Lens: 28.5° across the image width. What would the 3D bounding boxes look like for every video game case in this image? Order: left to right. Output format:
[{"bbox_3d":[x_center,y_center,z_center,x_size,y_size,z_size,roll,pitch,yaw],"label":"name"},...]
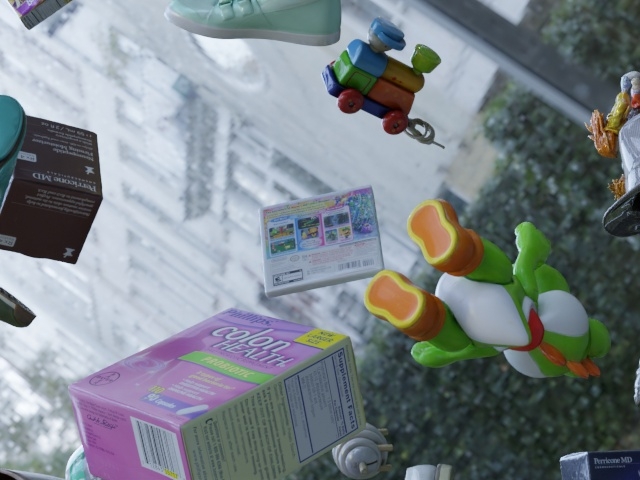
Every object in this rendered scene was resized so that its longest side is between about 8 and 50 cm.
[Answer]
[{"bbox_3d":[0.000,0.000,1.659,0.019,0.157,0.143,69,-169,-52],"label":"video game case"}]

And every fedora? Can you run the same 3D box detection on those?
[{"bbox_3d":[0.466,-0.111,1.548,0.275,0.124,0.244,-18,-21,17],"label":"fedora"}]

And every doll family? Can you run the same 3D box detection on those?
[{"bbox_3d":[0.488,-0.149,1.944,0.263,0.118,0.163,54,-129,-37],"label":"doll family"}]

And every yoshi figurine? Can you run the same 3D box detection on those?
[{"bbox_3d":[0.217,0.073,1.598,0.204,0.362,0.203,-20,56,42],"label":"yoshi figurine"}]

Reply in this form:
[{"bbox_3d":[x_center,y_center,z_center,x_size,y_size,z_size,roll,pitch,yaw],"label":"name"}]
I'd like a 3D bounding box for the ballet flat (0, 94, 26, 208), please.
[{"bbox_3d":[-0.409,-0.068,1.497,0.087,0.083,0.247,102,177,-46],"label":"ballet flat"}]

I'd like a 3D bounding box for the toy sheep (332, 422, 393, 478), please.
[{"bbox_3d":[0.061,0.313,1.866,0.091,0.091,0.132,-55,9,6],"label":"toy sheep"}]

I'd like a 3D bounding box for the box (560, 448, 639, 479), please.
[{"bbox_3d":[0.487,0.445,2.042,0.108,0.153,0.207,134,133,-69],"label":"box"}]

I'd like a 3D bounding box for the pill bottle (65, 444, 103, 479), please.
[{"bbox_3d":[-0.256,0.351,2.169,0.361,0.204,0.204,-41,-2,26],"label":"pill bottle"}]

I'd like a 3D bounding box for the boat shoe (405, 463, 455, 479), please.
[{"bbox_3d":[0.051,0.339,1.100,0.113,0.103,0.302,51,-130,-70],"label":"boat shoe"}]

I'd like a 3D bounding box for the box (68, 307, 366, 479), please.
[{"bbox_3d":[-0.113,0.184,1.402,0.243,0.214,0.117,-24,-68,-38],"label":"box"}]

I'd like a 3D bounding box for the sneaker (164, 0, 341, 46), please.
[{"bbox_3d":[-0.095,-0.366,1.791,0.094,0.256,0.151,-79,-7,-61],"label":"sneaker"}]

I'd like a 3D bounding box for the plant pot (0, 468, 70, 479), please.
[{"bbox_3d":[-0.313,0.381,1.527,0.230,0.215,0.215,12,-64,-55],"label":"plant pot"}]

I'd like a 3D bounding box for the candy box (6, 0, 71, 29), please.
[{"bbox_3d":[-0.483,-0.477,2.265,0.187,0.109,0.053,-35,-20,-4],"label":"candy box"}]

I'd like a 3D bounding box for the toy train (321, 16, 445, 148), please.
[{"bbox_3d":[0.139,-0.243,1.960,0.143,0.248,0.105,-51,34,28],"label":"toy train"}]

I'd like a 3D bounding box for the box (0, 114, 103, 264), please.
[{"bbox_3d":[-0.501,-0.094,2.281,0.167,0.169,0.203,-60,29,32],"label":"box"}]

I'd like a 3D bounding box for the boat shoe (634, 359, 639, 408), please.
[{"bbox_3d":[0.601,0.266,1.864,0.091,0.305,0.109,-65,4,-32],"label":"boat shoe"}]

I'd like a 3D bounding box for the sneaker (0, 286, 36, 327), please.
[{"bbox_3d":[-0.486,0.079,1.700,0.086,0.192,0.064,-54,18,-5],"label":"sneaker"}]
